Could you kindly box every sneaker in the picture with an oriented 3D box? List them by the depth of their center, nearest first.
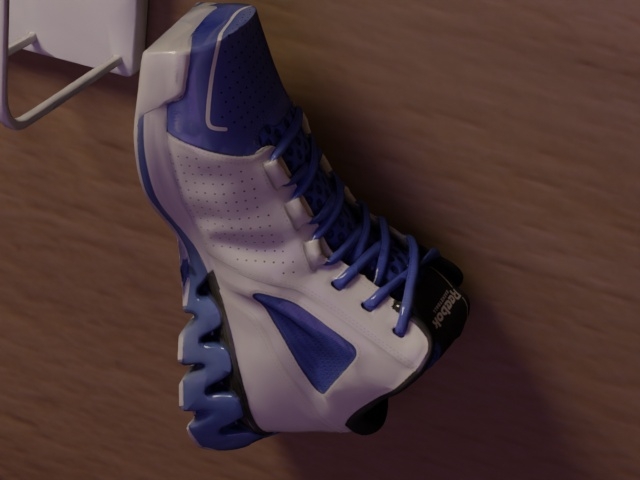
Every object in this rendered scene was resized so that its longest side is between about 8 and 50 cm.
[{"bbox_3d":[0.000,0.001,1.009,0.182,0.127,0.316,3,122,17],"label":"sneaker"}]

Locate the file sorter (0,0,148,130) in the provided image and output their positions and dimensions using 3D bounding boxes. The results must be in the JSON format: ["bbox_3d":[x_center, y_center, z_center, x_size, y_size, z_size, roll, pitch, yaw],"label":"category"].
[{"bbox_3d":[-0.265,-0.202,0.986,0.277,0.173,0.193,16,118,16],"label":"file sorter"}]
